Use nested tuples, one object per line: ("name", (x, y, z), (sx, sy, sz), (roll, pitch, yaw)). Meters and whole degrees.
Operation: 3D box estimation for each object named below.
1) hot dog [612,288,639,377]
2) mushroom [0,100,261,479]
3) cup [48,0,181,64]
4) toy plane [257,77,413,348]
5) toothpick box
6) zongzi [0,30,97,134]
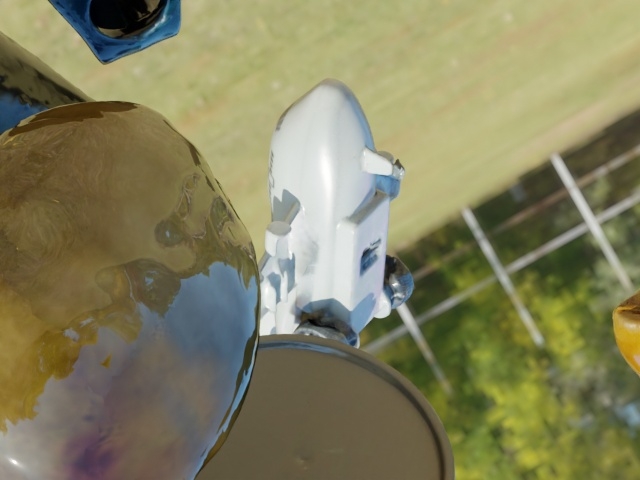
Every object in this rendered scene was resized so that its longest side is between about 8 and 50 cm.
("hot dog", (0.278, 0.079, 0.998), (0.115, 0.269, 0.072), (-53, -155, 27))
("mushroom", (-0.164, 0.043, 0.545), (0.350, 0.128, 0.128), (-13, -171, 38))
("cup", (-0.099, -0.151, 0.640), (0.131, 0.176, 0.155), (-22, -152, -7))
("toy plane", (0.004, 0.003, 1.202), (0.251, 0.101, 0.255), (-44, 156, -41))
("toothpick box", (-0.020, 0.132, 0.692), (0.111, 0.111, 0.181), (-28, 149, -33))
("zongzi", (-0.262, -0.100, 0.785), (0.362, 0.383, 0.319), (-16, -163, -16))
